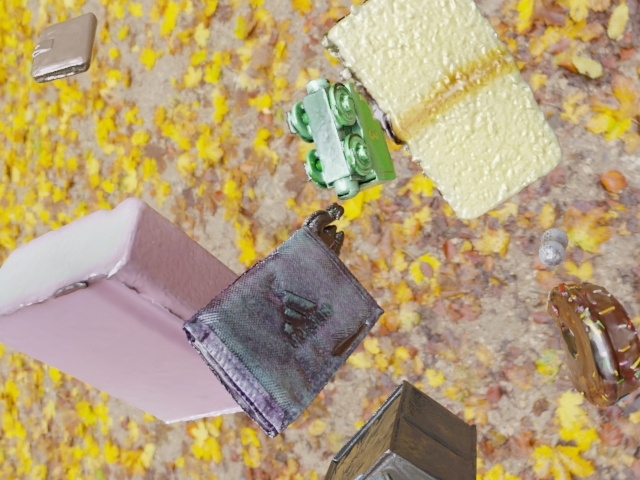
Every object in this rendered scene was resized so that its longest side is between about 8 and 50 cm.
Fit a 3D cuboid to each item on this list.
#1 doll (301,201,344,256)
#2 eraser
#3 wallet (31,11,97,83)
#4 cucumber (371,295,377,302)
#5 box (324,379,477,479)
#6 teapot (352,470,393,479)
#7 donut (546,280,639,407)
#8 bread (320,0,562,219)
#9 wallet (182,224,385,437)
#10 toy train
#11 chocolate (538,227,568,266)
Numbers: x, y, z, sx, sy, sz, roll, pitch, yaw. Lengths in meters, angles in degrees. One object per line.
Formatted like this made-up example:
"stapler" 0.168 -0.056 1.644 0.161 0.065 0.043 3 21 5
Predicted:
"doll" 0.000 0.000 1.224 0.165 0.139 0.057 -52 46 6
"eraser" -0.220 0.117 0.812 0.272 0.359 0.122 -18 47 27
"wallet" -0.463 -0.348 1.098 0.118 0.039 0.152 -11 56 6
"cucumber" 0.101 0.252 1.882 0.074 0.074 0.241 60 146 25
"box" 0.159 0.528 1.330 0.204 0.251 0.345 35 116 0
"teapot" 0.082 0.415 1.005 0.083 0.049 0.063 -32 62 1
"donut" 0.497 0.178 1.088 0.096 0.216 0.230 -15 71 0
"bread" 0.147 -0.172 0.671 0.142 0.178 0.266 -27 107 33
"wallet" -0.024 0.066 0.499 0.111 0.166 0.030 49 135 1
"toy train" 0.048 -0.202 1.205 0.132 0.188 0.243 -18 88 34
"chocolate" 0.626 0.017 1.624 0.072 0.167 0.072 11 117 22
